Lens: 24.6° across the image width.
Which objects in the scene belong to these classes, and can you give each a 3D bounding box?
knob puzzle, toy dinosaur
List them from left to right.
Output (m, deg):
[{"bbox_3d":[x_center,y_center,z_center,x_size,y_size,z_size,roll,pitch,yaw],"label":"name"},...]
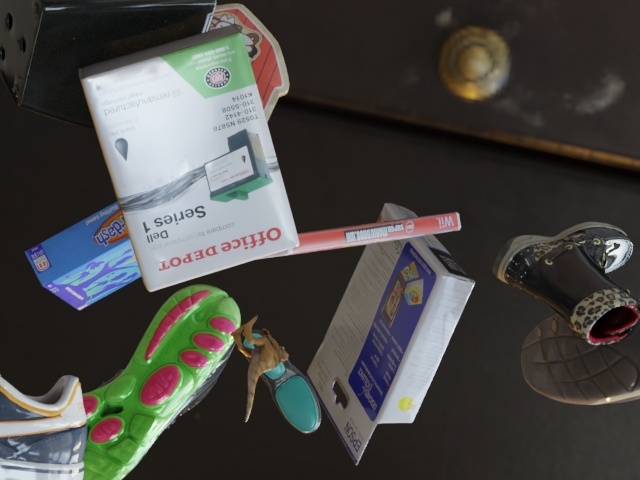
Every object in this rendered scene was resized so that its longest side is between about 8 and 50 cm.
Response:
[{"bbox_3d":[-0.130,-0.222,1.813,0.213,0.213,0.030,12,152,0],"label":"knob puzzle"},{"bbox_3d":[-0.090,0.178,2.223,0.112,0.064,0.211,53,-157,-2],"label":"toy dinosaur"}]

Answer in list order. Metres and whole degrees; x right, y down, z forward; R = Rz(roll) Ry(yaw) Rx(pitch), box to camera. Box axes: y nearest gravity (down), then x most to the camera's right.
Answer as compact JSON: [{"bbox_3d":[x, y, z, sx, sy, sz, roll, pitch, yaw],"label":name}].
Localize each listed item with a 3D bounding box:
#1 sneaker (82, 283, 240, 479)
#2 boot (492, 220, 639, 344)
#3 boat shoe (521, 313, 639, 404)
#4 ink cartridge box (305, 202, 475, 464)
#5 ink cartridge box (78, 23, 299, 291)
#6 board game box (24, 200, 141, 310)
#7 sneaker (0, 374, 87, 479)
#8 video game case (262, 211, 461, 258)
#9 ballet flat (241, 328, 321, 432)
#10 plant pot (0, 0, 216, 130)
[{"bbox_3d":[-0.307,0.286,2.495,0.185,0.483,0.202,47,175,19],"label":"sneaker"},{"bbox_3d":[0.358,0.057,1.888,0.236,0.085,0.178,-6,-146,-38],"label":"boot"},{"bbox_3d":[0.424,0.155,1.884,0.355,0.132,0.130,-8,158,42],"label":"boat shoe"},{"bbox_3d":[0.097,0.134,2.153,0.072,0.307,0.303,16,-164,-20],"label":"ink cartridge box"},{"bbox_3d":[-0.125,-0.079,1.417,0.160,0.219,0.092,-18,-164,-6],"label":"ink cartridge box"},{"bbox_3d":[-0.195,-0.005,1.571,0.210,0.047,0.160,-30,168,-1],"label":"board game box"},{"bbox_3d":[-0.398,0.179,1.498,0.321,0.127,0.126,7,180,-21],"label":"sneaker"},{"bbox_3d":[0.000,0.000,1.766,0.285,0.025,0.204,-8,180,-42],"label":"video game case"},{"bbox_3d":[-0.063,0.236,2.505,0.203,0.074,0.074,55,-171,1],"label":"ballet flat"},{"bbox_3d":[-0.239,-0.222,1.490,0.167,0.188,0.187,-6,-134,-32],"label":"plant pot"}]
